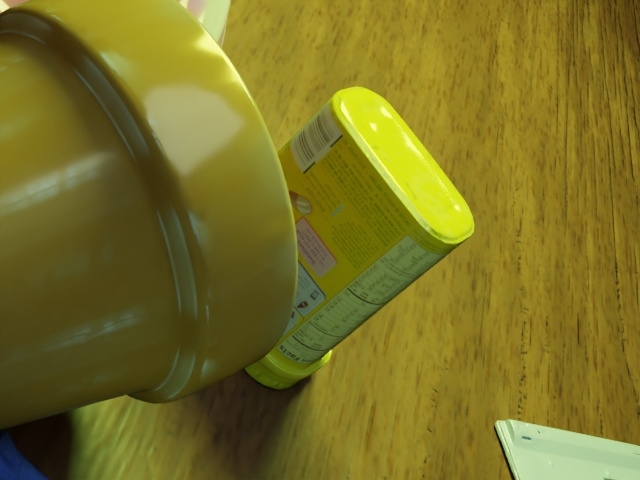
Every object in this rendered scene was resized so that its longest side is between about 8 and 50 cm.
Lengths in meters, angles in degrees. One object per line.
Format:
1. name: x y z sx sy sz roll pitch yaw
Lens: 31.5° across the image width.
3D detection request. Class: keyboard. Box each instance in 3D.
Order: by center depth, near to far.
1. keyboard: 0.241 0.197 0.941 0.256 0.014 0.072 17 49 -38

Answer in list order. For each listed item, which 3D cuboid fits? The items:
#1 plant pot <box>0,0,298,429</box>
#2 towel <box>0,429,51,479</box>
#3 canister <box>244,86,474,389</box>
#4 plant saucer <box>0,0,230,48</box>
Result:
1. plant pot: -0.146 0.002 0.520 0.188 0.205 0.205 -25 75 -34
2. towel: -0.017 0.203 0.480 0.336 0.040 0.243 39 -9 -14
3. canister: 0.000 0.000 0.724 0.126 0.170 0.073 54 34 9
4. plant saucer: -0.169 -0.193 0.689 0.332 0.084 0.332 12 74 -48
